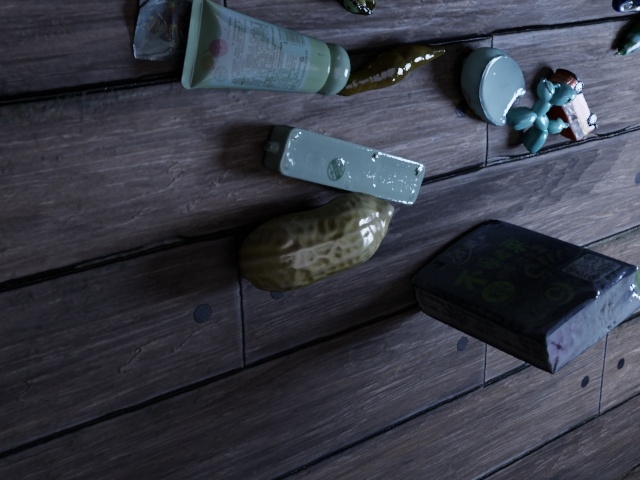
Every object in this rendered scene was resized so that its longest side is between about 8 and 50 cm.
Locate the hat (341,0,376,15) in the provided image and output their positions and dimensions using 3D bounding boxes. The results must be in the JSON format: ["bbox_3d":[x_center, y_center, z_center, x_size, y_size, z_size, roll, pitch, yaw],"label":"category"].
[{"bbox_3d":[0.062,-0.443,1.522,0.077,0.059,0.076,18,79,-46],"label":"hat"}]

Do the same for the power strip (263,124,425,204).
[{"bbox_3d":[0.046,-0.143,1.615,0.385,0.062,0.091,10,100,-40],"label":"power strip"}]

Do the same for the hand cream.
[{"bbox_3d":[-0.087,-0.308,1.432,0.305,0.093,0.147,3,102,-37],"label":"hand cream"}]

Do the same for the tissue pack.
[{"bbox_3d":[0.422,0.100,1.779,0.288,0.394,0.124,-31,121,-24],"label":"tissue pack"}]

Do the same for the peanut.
[{"bbox_3d":[0.000,0.000,1.569,0.325,0.153,0.140,-23,89,-28],"label":"peanut"}]

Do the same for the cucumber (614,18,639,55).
[{"bbox_3d":[0.798,-0.519,2.074,0.250,0.056,0.056,-45,128,-18],"label":"cucumber"}]

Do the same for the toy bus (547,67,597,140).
[{"bbox_3d":[0.572,-0.311,1.960,0.077,0.079,0.174,-42,127,-6],"label":"toy bus"}]

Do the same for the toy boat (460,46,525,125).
[{"bbox_3d":[0.356,-0.331,1.796,0.134,0.079,0.207,-55,141,1],"label":"toy boat"}]

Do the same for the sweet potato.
[{"bbox_3d":[0.120,-0.323,1.609,0.273,0.067,0.067,-25,120,-23],"label":"sweet potato"}]

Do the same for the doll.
[{"bbox_3d":[0.492,-0.286,1.880,0.158,0.059,0.159,-32,130,10],"label":"doll"}]

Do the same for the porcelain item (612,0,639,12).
[{"bbox_3d":[0.698,-0.655,1.897,0.186,0.138,0.288,-18,116,-20],"label":"porcelain item"}]

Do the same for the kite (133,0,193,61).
[{"bbox_3d":[-0.239,-0.402,1.329,0.141,0.015,0.245,-19,118,-34],"label":"kite"}]
